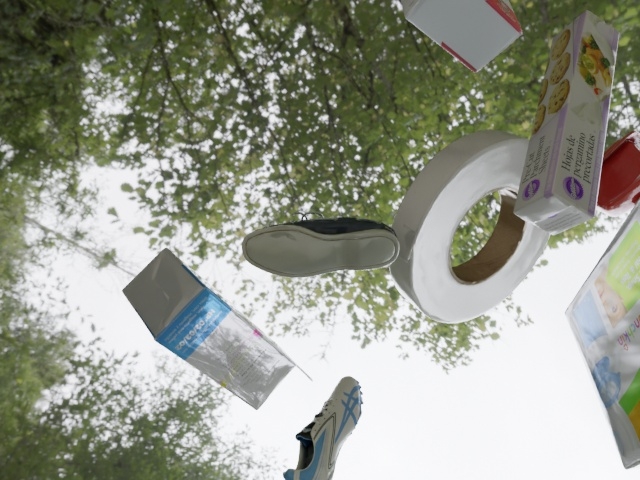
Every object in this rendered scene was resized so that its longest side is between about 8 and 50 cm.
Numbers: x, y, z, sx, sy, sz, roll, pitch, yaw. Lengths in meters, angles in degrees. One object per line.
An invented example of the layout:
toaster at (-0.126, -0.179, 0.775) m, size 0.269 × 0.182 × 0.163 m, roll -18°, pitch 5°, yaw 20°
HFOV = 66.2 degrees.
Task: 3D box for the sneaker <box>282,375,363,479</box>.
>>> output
sneaker at (0.010, 0.336, 0.882) m, size 0.085 × 0.086 × 0.237 m, roll -42°, pitch -168°, yaw 45°

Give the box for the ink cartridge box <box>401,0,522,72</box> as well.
ink cartridge box at (0.139, -0.268, 0.520) m, size 0.063 × 0.109 × 0.150 m, roll -40°, pitch -142°, yaw 40°

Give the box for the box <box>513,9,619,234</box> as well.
box at (0.322, -0.161, 0.632) m, size 0.324 × 0.063 × 0.067 m, roll -67°, pitch -170°, yaw -25°

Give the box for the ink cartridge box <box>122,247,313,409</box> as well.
ink cartridge box at (-0.096, 0.097, 0.486) m, size 0.061 × 0.181 × 0.104 m, roll -48°, pitch -141°, yaw -10°

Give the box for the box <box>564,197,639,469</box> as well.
box at (0.224, 0.032, 0.249) m, size 0.103 × 0.203 × 0.114 m, roll -4°, pitch -129°, yaw 2°

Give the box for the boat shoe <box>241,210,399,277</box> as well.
boat shoe at (0.000, 0.000, 0.813) m, size 0.254 × 0.095 × 0.079 m, roll -6°, pitch -154°, yaw -1°

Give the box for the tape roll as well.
tape roll at (0.304, -0.018, 0.957) m, size 0.392 × 0.392 × 0.072 m, roll -50°, pitch -140°, yaw 1°

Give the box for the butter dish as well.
butter dish at (0.560, -0.098, 0.902) m, size 0.160 × 0.160 × 0.118 m, roll -51°, pitch -123°, yaw 24°
